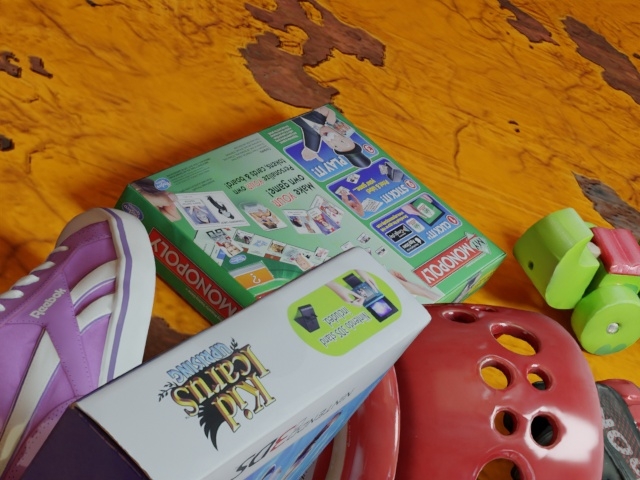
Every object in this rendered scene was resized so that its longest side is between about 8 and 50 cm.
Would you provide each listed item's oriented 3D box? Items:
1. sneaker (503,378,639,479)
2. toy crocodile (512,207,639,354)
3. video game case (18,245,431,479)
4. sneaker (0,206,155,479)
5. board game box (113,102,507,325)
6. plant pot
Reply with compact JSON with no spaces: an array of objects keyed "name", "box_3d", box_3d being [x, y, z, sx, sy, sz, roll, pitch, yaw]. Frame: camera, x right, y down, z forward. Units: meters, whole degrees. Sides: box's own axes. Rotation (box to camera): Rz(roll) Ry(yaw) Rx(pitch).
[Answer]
[{"name":"sneaker","box_3d":[0.210,0.199,1.199,0.135,0.098,0.276,17,32,-28]},{"name":"toy crocodile","box_3d":[0.311,0.045,1.513,0.340,0.105,0.115,16,35,-30]},{"name":"video game case","box_3d":[-0.087,0.143,0.814,0.061,0.269,0.244,44,32,12]},{"name":"sneaker","box_3d":[-0.192,0.054,1.016,0.161,0.102,0.282,21,32,-16]},{"name":"board game box","box_3d":[0.000,0.000,1.334,0.213,0.046,0.317,42,30,12]},{"name":"plant pot","box_3d":[0.058,0.129,1.067,0.174,0.191,0.191,9,37,-25]}]
